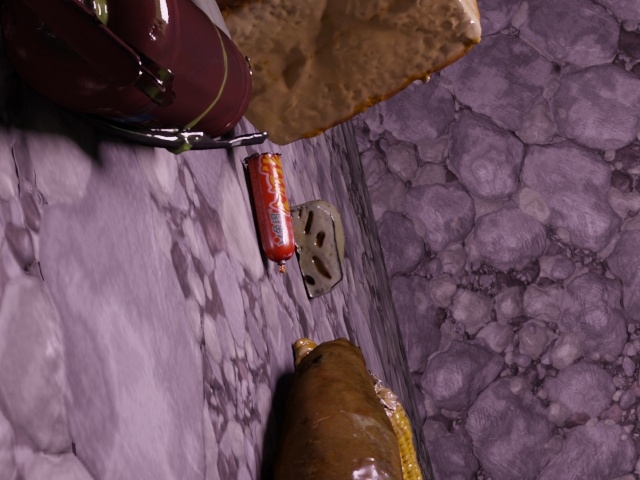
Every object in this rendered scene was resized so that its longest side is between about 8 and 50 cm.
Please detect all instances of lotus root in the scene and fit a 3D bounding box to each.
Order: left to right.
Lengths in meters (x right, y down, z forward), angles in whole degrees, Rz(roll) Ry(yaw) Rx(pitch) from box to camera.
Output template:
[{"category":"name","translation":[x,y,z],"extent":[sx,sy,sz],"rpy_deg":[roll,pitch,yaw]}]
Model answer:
[{"category":"lotus root","translation":[0.003,-0.002,1.302],"extent":[0.144,0.070,0.143],"rpy_deg":[-80,155,-72]}]

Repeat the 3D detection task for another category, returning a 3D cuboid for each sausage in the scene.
[{"category":"sausage","translation":[-0.058,-0.032,1.037],"extent":[0.050,0.048,0.145],"rpy_deg":[29,49,-72]}]

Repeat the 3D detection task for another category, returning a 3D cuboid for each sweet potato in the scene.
[{"category":"sweet potato","translation":[0.018,0.194,0.884],"extent":[0.422,0.130,0.130],"rpy_deg":[-90,164,-70]}]

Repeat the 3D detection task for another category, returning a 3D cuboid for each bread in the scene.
[{"category":"bread","translation":[-0.012,0.161,1.059],"extent":[0.049,0.034,0.088],"rpy_deg":[58,20,-48]},{"category":"bread","translation":[0.008,-0.284,0.962],"extent":[0.207,0.279,0.279],"rpy_deg":[47,24,-38]}]

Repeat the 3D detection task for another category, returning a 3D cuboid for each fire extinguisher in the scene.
[{"category":"fire extinguisher","translation":[-0.107,-0.110,0.550],"extent":[0.141,0.105,0.341],"rpy_deg":[31,6,1]}]

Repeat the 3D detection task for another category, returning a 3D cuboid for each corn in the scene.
[{"category":"corn","translation":[0.089,0.332,1.191],"extent":[0.115,0.115,0.317],"rpy_deg":[-83,158,-68]}]

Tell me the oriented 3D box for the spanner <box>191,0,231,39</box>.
[{"category":"spanner","translation":[-0.140,-0.236,0.679],"extent":[0.040,0.096,0.325],"rpy_deg":[-55,156,-15]}]
